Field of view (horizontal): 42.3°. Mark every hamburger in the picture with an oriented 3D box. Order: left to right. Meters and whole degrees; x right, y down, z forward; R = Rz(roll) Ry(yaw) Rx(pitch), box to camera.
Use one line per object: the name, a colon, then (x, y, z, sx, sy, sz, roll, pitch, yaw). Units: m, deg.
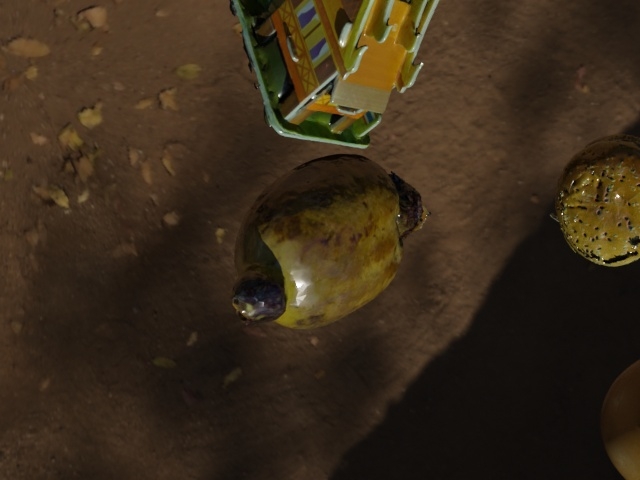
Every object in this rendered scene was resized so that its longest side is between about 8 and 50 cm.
hamburger: (0.395, -0.050, 1.121, 0.113, 0.185, 0.177, -44, 113, -51)

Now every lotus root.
lotus root: (0.000, 0.000, 0.879, 0.314, 0.141, 0.169, -30, 122, -50)

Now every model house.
model house: (0.049, -0.381, 1.352, 0.242, 0.313, 0.358, 6, 60, -46)

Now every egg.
egg: (0.640, 0.317, 1.406, 0.282, 0.351, 0.283, 4, 79, -22)
